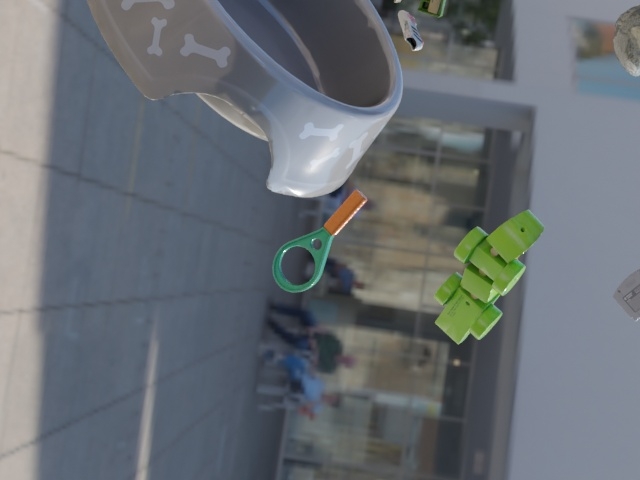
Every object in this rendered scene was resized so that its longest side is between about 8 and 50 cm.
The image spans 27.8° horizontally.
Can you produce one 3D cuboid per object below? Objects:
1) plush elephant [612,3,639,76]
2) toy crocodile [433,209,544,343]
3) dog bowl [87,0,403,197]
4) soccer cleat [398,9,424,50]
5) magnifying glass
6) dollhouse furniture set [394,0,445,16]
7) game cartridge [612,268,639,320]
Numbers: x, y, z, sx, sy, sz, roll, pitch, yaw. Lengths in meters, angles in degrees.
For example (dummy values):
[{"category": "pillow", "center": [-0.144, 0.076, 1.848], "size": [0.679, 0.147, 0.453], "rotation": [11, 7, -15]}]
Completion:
[{"category": "plush elephant", "center": [0.449, -0.346, 1.333], "size": [0.255, 0.330, 0.272], "rotation": [134, -54, -73]}, {"category": "toy crocodile", "center": [0.287, 0.068, 2.257], "size": [0.105, 0.115, 0.341], "rotation": [-38, 160, -35]}, {"category": "dog bowl", "center": [-0.061, -0.211, 1.247], "size": [0.102, 0.348, 0.349], "rotation": [-40, -158, 28]}, {"category": "soccer cleat", "center": [0.171, -0.403, 2.487], "size": [0.035, 0.029, 0.083], "rotation": [-38, 105, -50]}, {"category": "magnifying glass", "center": [0.000, 0.000, 2.340], "size": [0.231, 0.092, 0.026], "rotation": [-48, 165, 15]}, {"category": "dollhouse furniture set", "center": [0.141, -0.360, 1.908], "size": [0.151, 0.076, 0.059], "rotation": [-28, 136, -62]}, {"category": "game cartridge", "center": [0.444, 0.070, 1.787], "size": [0.017, 0.056, 0.083], "rotation": [-36, 172, -43]}]
